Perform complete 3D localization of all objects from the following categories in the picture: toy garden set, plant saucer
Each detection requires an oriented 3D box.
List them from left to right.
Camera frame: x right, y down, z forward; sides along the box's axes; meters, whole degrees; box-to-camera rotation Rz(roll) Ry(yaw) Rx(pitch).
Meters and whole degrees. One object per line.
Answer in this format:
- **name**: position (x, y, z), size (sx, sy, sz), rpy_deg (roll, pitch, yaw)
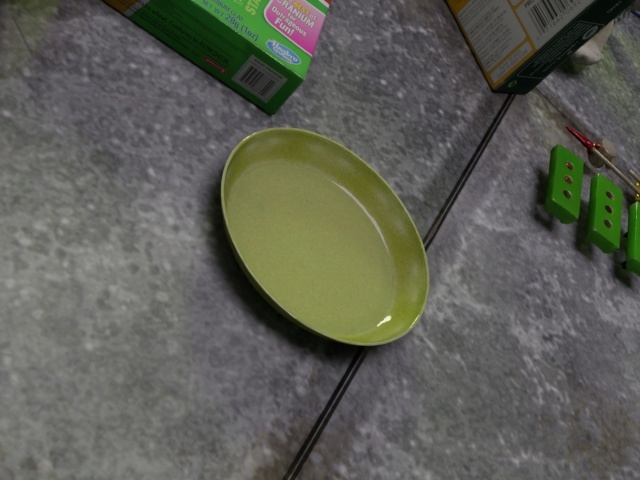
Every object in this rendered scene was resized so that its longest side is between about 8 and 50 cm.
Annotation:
- **plant saucer**: position (0.000, 0.000, 1.048), size (0.241, 0.037, 0.241), rpy_deg (23, 47, -27)
- **toy garden set**: position (0.382, -0.042, 1.413), size (0.244, 0.049, 0.204), rpy_deg (33, 44, -16)

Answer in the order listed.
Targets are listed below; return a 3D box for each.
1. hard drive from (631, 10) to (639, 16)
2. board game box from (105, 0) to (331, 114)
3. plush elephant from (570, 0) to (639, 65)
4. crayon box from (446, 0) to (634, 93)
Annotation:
- **hard drive**: position (0.485, -0.544, 1.900), size (0.210, 0.040, 0.319), rpy_deg (26, 45, -25)
- **board game box**: position (-0.099, -0.313, 1.186), size (0.242, 0.064, 0.317), rpy_deg (33, 43, -18)
- **plush elephant**: position (0.399, -0.410, 1.577), size (0.255, 0.330, 0.272), rpy_deg (-27, 64, -26)
- **crayon box**: position (0.251, -0.385, 1.443), size (0.083, 0.203, 0.323), rpy_deg (-4, 62, -43)
